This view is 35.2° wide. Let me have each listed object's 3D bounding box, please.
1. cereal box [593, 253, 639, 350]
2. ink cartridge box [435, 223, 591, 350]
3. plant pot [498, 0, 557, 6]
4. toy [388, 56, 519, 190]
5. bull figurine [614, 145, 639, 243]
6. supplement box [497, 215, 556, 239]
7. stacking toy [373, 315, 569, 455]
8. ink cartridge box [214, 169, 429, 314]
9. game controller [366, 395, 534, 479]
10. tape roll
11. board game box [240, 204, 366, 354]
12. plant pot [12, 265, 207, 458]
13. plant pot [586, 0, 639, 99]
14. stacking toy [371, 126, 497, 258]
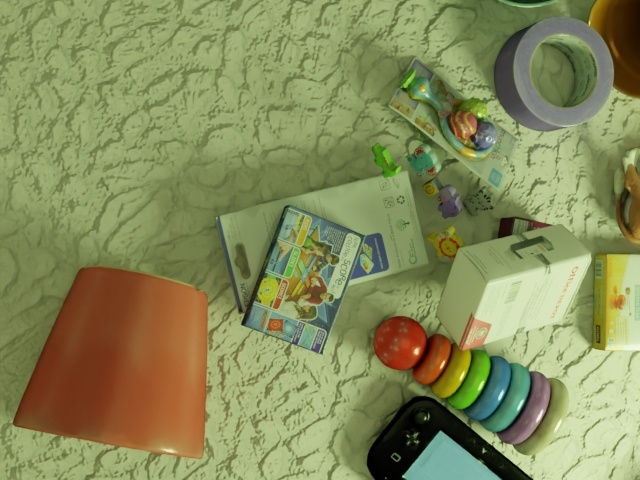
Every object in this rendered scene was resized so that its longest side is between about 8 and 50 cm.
[{"bbox_3d":[0.604,0.110,1.805,0.240,0.047,0.173,0,90,-15],"label":"cereal box"},{"bbox_3d":[0.314,0.074,1.646,0.218,0.092,0.158,-11,136,-26],"label":"ink cartridge box"},{"bbox_3d":[0.297,-0.529,1.638,0.293,0.196,0.293,-4,104,-17],"label":"plant pot"},{"bbox_3d":[0.236,-0.205,1.679,0.237,0.056,0.137,35,52,-8],"label":"toy"},{"bbox_3d":[0.660,-0.099,1.797,0.310,0.101,0.188,-17,90,-17],"label":"bull figurine"},{"bbox_3d":[0.355,-0.012,1.736,0.083,0.055,0.043,12,87,-14],"label":"supplement box"},{"bbox_3d":[0.240,0.222,1.670,0.330,0.141,0.141,30,82,-9],"label":"stacking toy"},{"bbox_3d":[0.000,0.000,1.638,0.333,0.065,0.165,-13,93,-16],"label":"ink cartridge box"},{"bbox_3d":[0.230,0.404,1.694,0.319,0.067,0.166,40,80,-11],"label":"game controller"},{"bbox_3d":[0.401,-0.285,1.738,0.189,0.080,0.189,0,90,-16],"label":"tape roll"},{"bbox_3d":[-0.026,0.062,1.579,0.136,0.035,0.201,22,84,-14],"label":"board game box"},{"bbox_3d":[-0.283,0.177,1.475,0.275,0.275,0.243,13,76,-14],"label":"plant pot"},{"bbox_3d":[0.600,-0.371,1.743,0.188,0.205,0.205,-28,97,-28],"label":"plant pot"},{"bbox_3d":[0.190,-0.098,1.650,0.221,0.052,0.167,55,41,-8],"label":"stacking toy"}]
